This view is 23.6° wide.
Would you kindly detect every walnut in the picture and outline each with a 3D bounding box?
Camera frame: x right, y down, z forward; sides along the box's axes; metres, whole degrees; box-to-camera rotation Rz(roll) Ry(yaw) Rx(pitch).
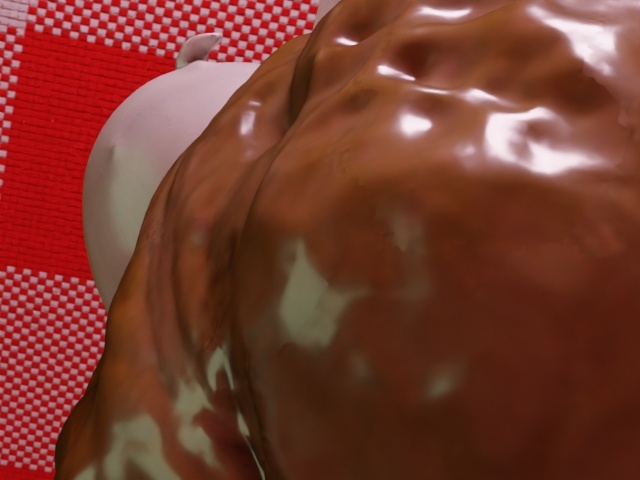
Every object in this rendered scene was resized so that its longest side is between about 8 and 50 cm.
[{"bbox_3d":[0.072,0.063,0.602,0.354,0.308,0.398,-40,23,29],"label":"walnut"}]

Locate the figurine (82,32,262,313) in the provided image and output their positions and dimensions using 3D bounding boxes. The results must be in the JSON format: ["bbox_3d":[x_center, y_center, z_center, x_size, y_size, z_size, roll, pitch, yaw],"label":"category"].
[{"bbox_3d":[-0.003,-0.015,1.029,0.394,0.274,0.227,4,-102,-87],"label":"figurine"}]
